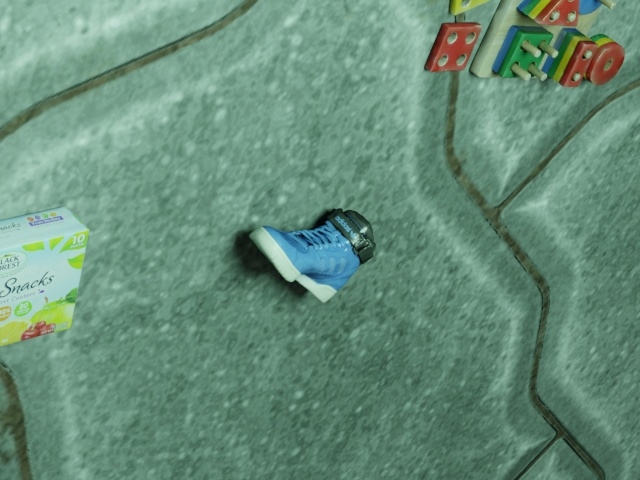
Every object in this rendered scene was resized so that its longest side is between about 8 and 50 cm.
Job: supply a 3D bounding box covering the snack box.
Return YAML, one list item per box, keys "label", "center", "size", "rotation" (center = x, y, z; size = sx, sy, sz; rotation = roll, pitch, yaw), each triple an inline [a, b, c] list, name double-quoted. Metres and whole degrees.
- label: "snack box"
  center: [-0.250, 0.035, 1.275]
  size: [0.141, 0.037, 0.100]
  rotation: [-15, 134, -37]

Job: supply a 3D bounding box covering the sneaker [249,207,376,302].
- label: "sneaker"
  center: [-0.001, -0.001, 1.485]
  size: [0.084, 0.058, 0.152]
  rotation: [-43, 150, 5]

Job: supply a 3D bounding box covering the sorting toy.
- label: "sorting toy"
  center: [0.212, -0.198, 1.525]
  size: [0.275, 0.046, 0.132]
  rotation: [-4, 127, -44]
